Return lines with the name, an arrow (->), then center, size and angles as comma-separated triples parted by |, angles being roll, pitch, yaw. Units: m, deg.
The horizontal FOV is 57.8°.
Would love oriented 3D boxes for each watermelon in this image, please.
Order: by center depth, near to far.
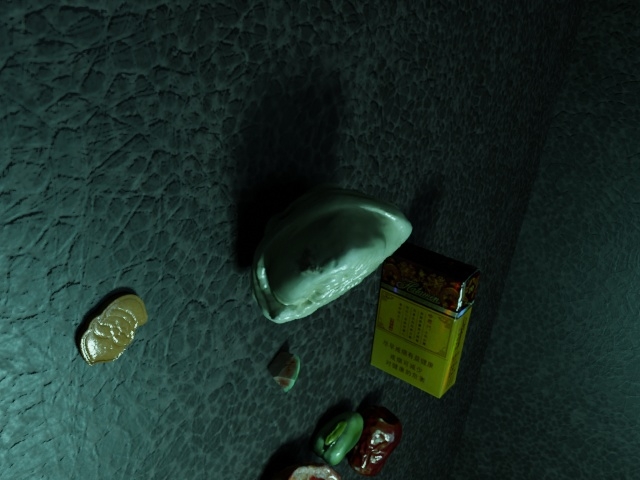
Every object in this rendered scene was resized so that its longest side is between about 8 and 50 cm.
watermelon -> -0.088, 0.312, 1.400 | 0.092, 0.072, 0.084 | -46, -171, 51

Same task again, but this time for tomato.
tomato -> -0.046, 0.745, 1.560 | 0.309, 0.170, 0.309 | 11, 73, -39

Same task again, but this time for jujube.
jujube -> 0.172, 0.656, 1.896 | 0.155, 0.155, 0.230 | 13, 102, -58

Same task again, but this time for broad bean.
broad bean -> 0.059, 0.588, 1.744 | 0.169, 0.100, 0.228 | -57, 159, -5

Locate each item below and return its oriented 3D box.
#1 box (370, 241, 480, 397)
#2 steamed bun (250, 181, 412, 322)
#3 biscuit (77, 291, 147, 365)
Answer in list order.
box -> 0.304, 0.234, 1.743 | 0.115, 0.264, 0.416 | -24, 127, -47
steamed bun -> -0.006, 0.006, 1.173 | 0.324, 0.219, 0.310 | -22, 164, -45
biscuit -> -0.338, 0.145, 0.946 | 0.130, 0.019, 0.102 | -53, 144, -23
